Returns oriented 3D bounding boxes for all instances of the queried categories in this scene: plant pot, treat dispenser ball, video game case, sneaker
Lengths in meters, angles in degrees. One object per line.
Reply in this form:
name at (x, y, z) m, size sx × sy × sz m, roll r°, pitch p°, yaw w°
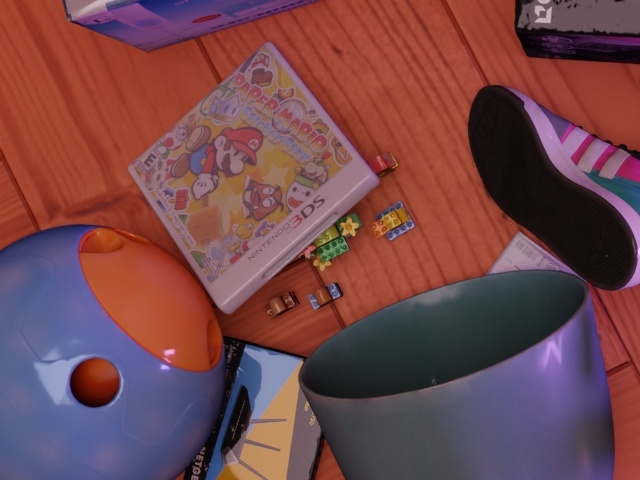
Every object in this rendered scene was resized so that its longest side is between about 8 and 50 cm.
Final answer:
plant pot at (0.153, 0.192, 1.833) m, size 0.293 × 0.293 × 0.235 m, roll -17°, pitch 105°, yaw 9°
treat dispenser ball at (-0.236, 0.127, 1.883) m, size 0.288 × 0.288 × 0.288 m, roll 0°, pitch 90°, yaw 9°
video game case at (0.204, 0.064, 1.953) m, size 0.087 × 0.011 × 0.122 m, roll 37°, pitch 95°, yaw 7°
video game case at (-0.074, -0.068, 1.937) m, size 0.206 × 0.026 × 0.227 m, roll -41°, pitch 53°, yaw 7°
sneaker at (0.288, -0.062, 1.888) m, size 0.295 × 0.178 × 0.124 m, roll 52°, pitch 134°, yaw 40°

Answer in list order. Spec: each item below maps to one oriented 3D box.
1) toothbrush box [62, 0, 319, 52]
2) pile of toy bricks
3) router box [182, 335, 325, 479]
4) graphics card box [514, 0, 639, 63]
toothbrush box at (-0.126, -0.285, 1.865) m, size 0.216 × 0.295 × 0.126 m, roll -15°, pitch 88°, yaw 8°
pile of toy bricks at (0.000, 0.000, 1.938) m, size 0.212 × 0.105 × 0.118 m, roll -30°, pitch 85°, yaw 8°
router box at (-0.063, 0.201, 1.977) m, size 0.133 × 0.046 × 0.179 m, roll 13°, pitch 92°, yaw 9°
graphics card box at (0.376, -0.219, 1.815) m, size 0.370 × 0.233 × 0.094 m, roll 5°, pitch 91°, yaw 8°
